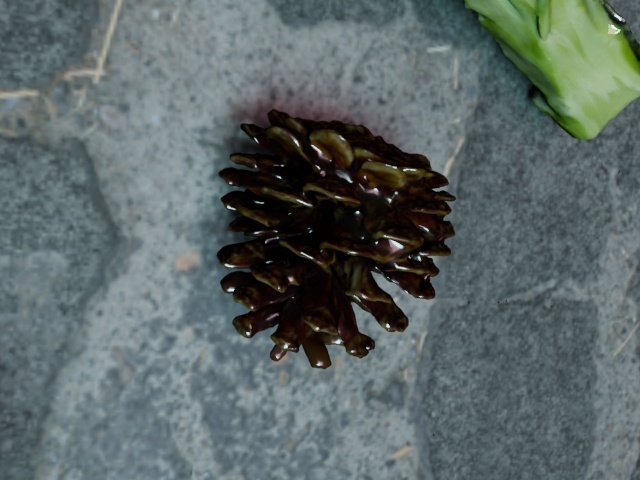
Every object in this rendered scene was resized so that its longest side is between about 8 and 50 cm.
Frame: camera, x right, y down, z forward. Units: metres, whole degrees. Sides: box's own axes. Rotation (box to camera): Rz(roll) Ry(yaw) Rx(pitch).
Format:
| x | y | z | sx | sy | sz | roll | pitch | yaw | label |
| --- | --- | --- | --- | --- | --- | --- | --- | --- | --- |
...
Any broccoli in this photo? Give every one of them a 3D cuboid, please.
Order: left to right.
| x | y | z | sx | sy | sz | roll | pitch | yaw | label |
| --- | --- | --- | --- | --- | --- | --- | --- | --- | --- |
| 0.101 | -0.212 | 0.544 | 0.221 | 0.252 | 0.361 | -56 | 147 | -2 | broccoli |

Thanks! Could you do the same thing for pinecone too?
| x | y | z | sx | sy | sz | roll | pitch | yaw | label |
| --- | --- | --- | --- | --- | --- | --- | --- | --- | --- |
| 0.004 | 0.005 | 0.530 | 0.163 | 0.163 | 0.165 | 11 | 105 | -24 | pinecone |
